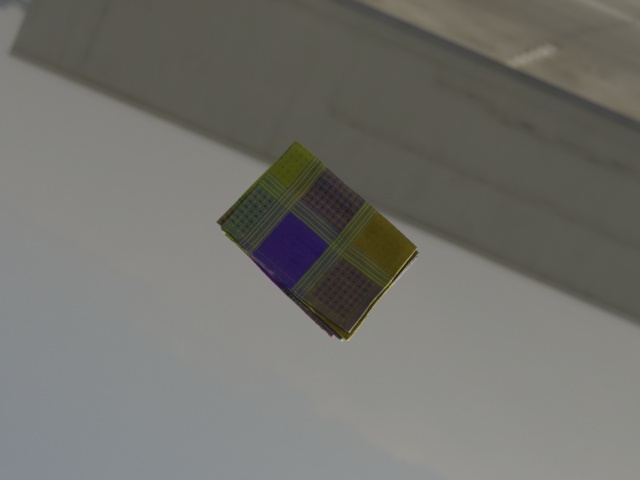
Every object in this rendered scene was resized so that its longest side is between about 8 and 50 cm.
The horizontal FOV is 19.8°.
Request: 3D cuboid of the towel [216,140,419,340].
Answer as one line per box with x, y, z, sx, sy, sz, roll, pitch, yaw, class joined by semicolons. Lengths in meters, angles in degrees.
0.000;0.000;0.863;0.083;0.060;0.009;43;169;2;towel
